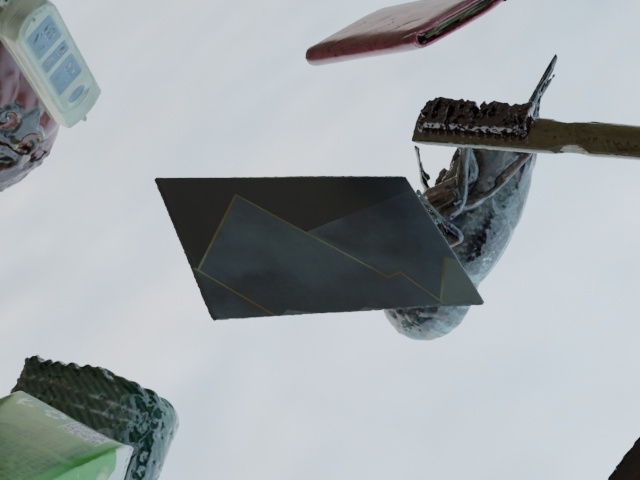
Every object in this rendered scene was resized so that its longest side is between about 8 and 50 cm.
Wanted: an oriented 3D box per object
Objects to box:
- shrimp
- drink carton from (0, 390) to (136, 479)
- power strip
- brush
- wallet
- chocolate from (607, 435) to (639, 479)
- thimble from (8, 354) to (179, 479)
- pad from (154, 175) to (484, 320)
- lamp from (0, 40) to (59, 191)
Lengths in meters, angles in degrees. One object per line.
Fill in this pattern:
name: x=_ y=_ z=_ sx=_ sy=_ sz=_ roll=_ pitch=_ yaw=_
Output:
shrimp: x=0.161 y=-0.051 z=1.353 sx=0.137 sy=0.172 sz=0.372 roll=23 pitch=-76 yaw=27
drink carton: x=-0.234 y=0.202 z=0.733 sx=0.271 sy=0.108 sz=0.161 roll=-17 pitch=125 yaw=-69
power strip: x=-0.217 y=-0.142 z=0.946 sx=0.047 sy=0.030 sz=0.191 roll=-52 pitch=163 yaw=-14
brush: x=0.200 y=-0.095 z=1.007 sx=0.248 sy=0.036 sz=0.043 roll=8 pitch=-122 yaw=20
wallet: x=0.081 y=-0.215 z=1.178 sx=0.119 sy=0.025 sz=0.232 roll=-31 pitch=-163 yaw=-22
chocolate: x=0.345 y=0.266 z=0.922 sx=0.283 sy=0.283 sz=0.186 roll=-50 pitch=-131 yaw=-4
thimble: x=-0.190 y=0.159 z=0.968 sx=0.135 sy=0.118 sz=0.090 roll=14 pitch=-112 yaw=18
pad: x=0.000 y=0.000 z=0.945 sx=0.163 sy=0.243 sz=0.004 roll=62 pitch=-39 yaw=39
lamp: x=-0.382 y=-0.139 z=1.231 sx=0.227 sy=0.227 sz=0.227 roll=-35 pitch=-150 yaw=24
